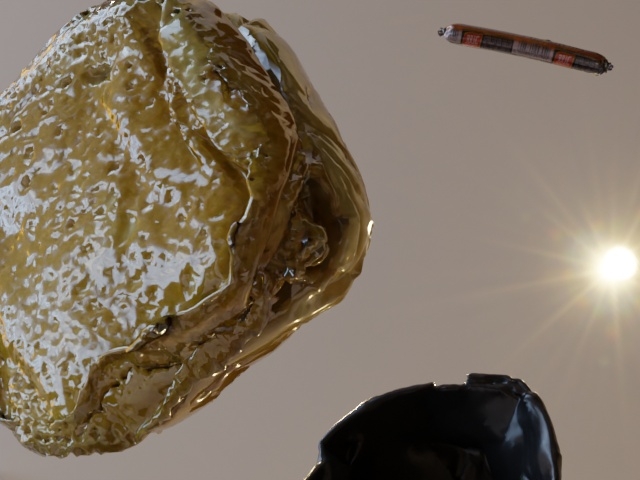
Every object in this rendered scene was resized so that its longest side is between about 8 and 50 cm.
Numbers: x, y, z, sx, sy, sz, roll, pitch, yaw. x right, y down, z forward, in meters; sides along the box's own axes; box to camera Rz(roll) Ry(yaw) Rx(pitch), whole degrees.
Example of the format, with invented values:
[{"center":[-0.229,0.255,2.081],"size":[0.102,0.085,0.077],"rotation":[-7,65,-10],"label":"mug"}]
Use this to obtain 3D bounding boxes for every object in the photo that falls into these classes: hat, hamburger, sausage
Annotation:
[{"center":[0.095,0.298,1.045],"size":[0.238,0.209,0.336],"rotation":[16,-140,30],"label":"hat"},{"center":[-0.117,-0.005,0.700],"size":[0.158,0.319,0.318],"rotation":[23,-117,-48],"label":"hamburger"},{"center":[0.227,-0.214,1.195],"size":[0.198,0.025,0.028],"rotation":[14,-76,13],"label":"sausage"}]
